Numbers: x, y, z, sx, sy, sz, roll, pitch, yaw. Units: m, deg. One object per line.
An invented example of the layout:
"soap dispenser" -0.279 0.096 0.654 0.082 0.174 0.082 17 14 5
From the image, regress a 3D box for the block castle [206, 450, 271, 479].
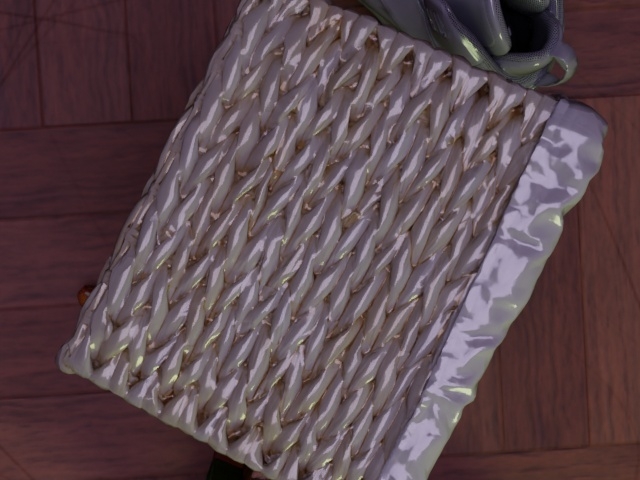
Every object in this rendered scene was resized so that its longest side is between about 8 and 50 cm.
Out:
"block castle" 0.028 0.293 1.646 0.303 0.453 0.213 20 99 -4

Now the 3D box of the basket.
"basket" 0.011 -0.001 1.424 0.266 0.328 0.331 28 93 -1

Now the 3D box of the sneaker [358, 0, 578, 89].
"sneaker" 0.085 -0.256 1.724 0.137 0.210 0.366 -42 97 -18

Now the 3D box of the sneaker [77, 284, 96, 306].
"sneaker" -0.153 0.099 1.812 0.175 0.064 0.067 32 100 -3
